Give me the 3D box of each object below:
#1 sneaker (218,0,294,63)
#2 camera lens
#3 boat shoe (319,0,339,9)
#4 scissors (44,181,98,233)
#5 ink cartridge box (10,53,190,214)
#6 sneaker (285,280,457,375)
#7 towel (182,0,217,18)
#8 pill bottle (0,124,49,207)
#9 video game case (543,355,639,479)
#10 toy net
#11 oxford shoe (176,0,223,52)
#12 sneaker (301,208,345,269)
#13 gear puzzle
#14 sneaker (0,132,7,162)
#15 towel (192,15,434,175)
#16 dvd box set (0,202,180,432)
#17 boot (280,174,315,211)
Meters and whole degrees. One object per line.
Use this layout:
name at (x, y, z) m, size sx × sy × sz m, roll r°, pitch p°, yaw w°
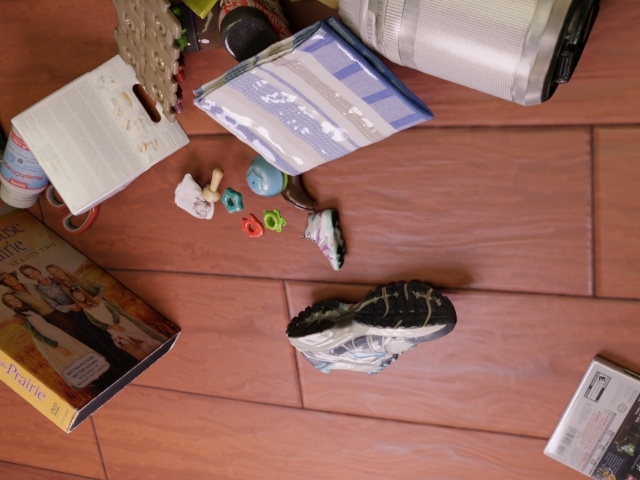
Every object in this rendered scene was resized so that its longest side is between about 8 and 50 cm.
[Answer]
sneaker at (-0.048, -0.259, 1.173) m, size 0.090 × 0.145 × 0.270 m, roll -29°, pitch 133°, yaw 19°
camera lens at (0.186, -0.296, 0.967) m, size 0.274 × 0.219 × 0.219 m, roll 22°, pitch 119°, yaw 16°
boat shoe at (-0.032, -0.365, 1.140) m, size 0.170 × 0.063 × 0.059 m, roll 39°, pitch 125°, yaw 17°
scissors at (-0.395, -0.122, 1.439) m, size 0.297 × 0.021 × 0.109 m, roll -40°, pitch 88°, yaw 31°
ink cartridge box at (-0.362, -0.179, 1.357) m, size 0.232 × 0.066 × 0.189 m, roll -32°, pitch 97°, yaw -4°
sneaker at (0.091, 0.148, 1.286) m, size 0.283 × 0.110 × 0.122 m, roll -11°, pitch 124°, yaw 31°
towel at (-0.118, -0.421, 1.105) m, size 0.237 × 0.021 × 0.102 m, roll -50°, pitch 62°, yaw 8°
pill bottle at (-0.520, -0.139, 1.449) m, size 0.087 × 0.087 × 0.160 m, roll 34°, pitch 122°, yaw 9°
video game case at (0.448, 0.283, 1.204) m, size 0.173 × 0.022 × 0.190 m, roll 25°, pitch 119°, yaw 15°
toy net at (-0.142, -0.066, 1.309) m, size 0.232 × 0.045 × 0.122 m, roll -5°, pitch 109°, yaw 42°
oxford shoe at (-0.166, -0.395, 1.190) m, size 0.096 × 0.083 × 0.227 m, roll -6°, pitch 107°, yaw 1°
sneaker at (0.000, 0.000, 1.291) m, size 0.069 × 0.038 × 0.098 m, roll -4°, pitch 100°, yaw 28°
gear puzzle at (-0.237, -0.326, 1.165) m, size 0.175 × 0.044 × 0.339 m, roll 52°, pitch 155°, yaw 14°
sneaker at (-0.618, -0.211, 1.483) m, size 0.166 × 0.065 × 0.076 m, roll 41°, pitch 118°, yaw 3°
towel at (-0.018, -0.179, 1.092) m, size 0.209 × 0.034 × 0.285 m, roll 36°, pitch 146°, yaw -31°
dvd box set at (-0.491, 0.112, 1.413) m, size 0.420 × 0.307 × 0.062 m, roll 37°, pitch 119°, yaw 8°
boot at (-0.026, -0.114, 1.257) m, size 0.106 × 0.037 × 0.114 m, roll 38°, pitch 117°, yaw 4°
